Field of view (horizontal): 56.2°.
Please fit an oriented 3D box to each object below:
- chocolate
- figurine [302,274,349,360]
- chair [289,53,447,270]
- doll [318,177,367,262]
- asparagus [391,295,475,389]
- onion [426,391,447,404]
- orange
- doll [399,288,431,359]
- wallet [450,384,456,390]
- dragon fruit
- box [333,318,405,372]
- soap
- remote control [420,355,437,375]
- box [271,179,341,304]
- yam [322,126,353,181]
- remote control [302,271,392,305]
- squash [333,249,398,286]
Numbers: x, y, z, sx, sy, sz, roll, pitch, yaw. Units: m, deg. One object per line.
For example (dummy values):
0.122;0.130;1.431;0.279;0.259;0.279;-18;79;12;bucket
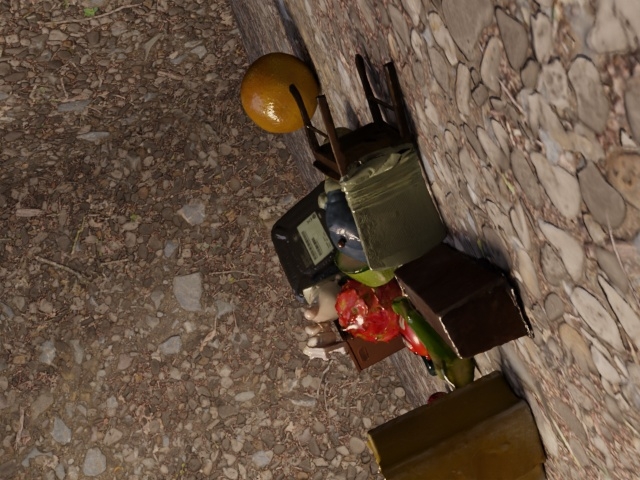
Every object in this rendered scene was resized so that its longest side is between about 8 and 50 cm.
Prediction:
0.209;0.089;0.966;0.112;0.111;0.321;63;178;-12;chocolate
0.016;0.233;1.850;0.144;0.181;0.257;1;90;54;figurine
0.083;-0.133;1.026;0.319;0.160;0.186;68;171;-27;chair
0.103;-0.033;1.353;0.228;0.154;0.258;21;176;21;doll
0.249;0.207;1.383;0.343;0.081;0.085;-122;13;-53;asparagus
0.377;0.526;1.768;0.150;0.140;0.150;1;-92;-56;onion
-0.111;-0.404;1.647;0.236;0.236;0.237;155;90;-87;orange
0.249;0.219;1.609;0.183;0.085;0.218;-115;9;-73;doll
0.323;0.308;1.502;0.137;0.031;0.256;-113;2;-64;wallet
0.175;0.205;1.777;0.268;0.205;0.210;28;-149;-17;dragon fruit
0.151;0.245;2.103;0.240;0.229;0.339;69;176;-45;box
0.255;0.409;1.100;0.259;0.281;0.143;65;175;-28;soap
0.302;0.317;1.825;0.222;0.042;0.072;63;178;47;remote control
0.000;0.000;2.036;0.091;0.350;0.359;12;-135;-49;box
0.075;-0.137;1.465;0.330;0.133;0.133;74;171;-49;yam
0.085;0.153;1.921;0.124;0.285;0.038;59;-158;-25;remote control
0.131;0.046;1.619;0.123;0.170;0.170;52;-174;-41;squash
